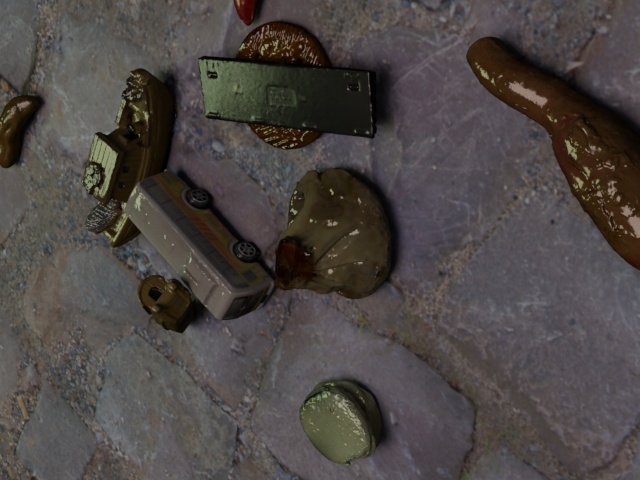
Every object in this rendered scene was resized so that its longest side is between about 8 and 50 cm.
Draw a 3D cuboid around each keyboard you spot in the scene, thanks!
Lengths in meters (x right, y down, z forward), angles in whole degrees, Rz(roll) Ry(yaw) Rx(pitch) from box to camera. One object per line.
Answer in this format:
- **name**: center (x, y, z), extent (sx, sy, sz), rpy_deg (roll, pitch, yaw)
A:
- **keyboard**: center (-0.050, -0.210, 1.576), extent (0.317, 0.027, 0.106), rpy_deg (12, 115, 37)

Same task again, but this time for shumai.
- **shumai**: center (0.000, 0.000, 1.583), extent (0.201, 0.120, 0.201), rpy_deg (17, 116, 38)

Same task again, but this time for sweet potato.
- **sweet potato**: center (-0.563, -0.202, 2.030), extent (0.053, 0.054, 0.182), rpy_deg (54, 134, 24)
- **sweet potato**: center (0.311, -0.109, 1.299), extent (0.385, 0.109, 0.109), rpy_deg (55, 131, 19)

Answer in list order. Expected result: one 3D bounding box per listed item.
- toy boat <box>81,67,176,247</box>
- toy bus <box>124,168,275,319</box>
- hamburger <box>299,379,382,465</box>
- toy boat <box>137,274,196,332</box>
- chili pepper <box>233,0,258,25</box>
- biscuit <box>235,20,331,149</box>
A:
- **toy boat**: center (-0.318, -0.130, 1.805), extent (0.089, 0.121, 0.321), rpy_deg (40, 127, 29)
- **toy bus**: center (-0.193, 0.007, 1.755), extent (0.268, 0.106, 0.092), rpy_deg (47, 132, 16)
- **hamburger**: center (0.029, 0.276, 1.692), extent (0.140, 0.062, 0.133), rpy_deg (-18, 94, 40)
- **toy boat**: center (-0.247, 0.102, 1.792), extent (0.088, 0.068, 0.226), rpy_deg (35, 169, 3)
- **chili pepper**: center (-0.091, -0.429, 1.553), extent (0.071, 0.063, 0.272), rpy_deg (44, 132, 35)
- **biscuit**: center (-0.058, -0.223, 1.615), extent (0.187, 0.027, 0.188), rpy_deg (15, 115, 35)
